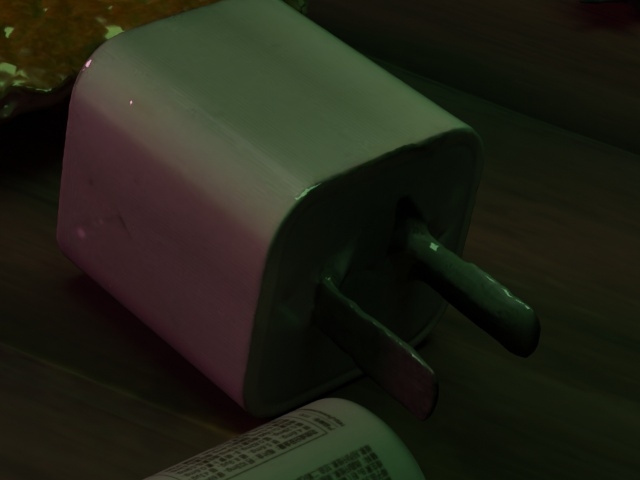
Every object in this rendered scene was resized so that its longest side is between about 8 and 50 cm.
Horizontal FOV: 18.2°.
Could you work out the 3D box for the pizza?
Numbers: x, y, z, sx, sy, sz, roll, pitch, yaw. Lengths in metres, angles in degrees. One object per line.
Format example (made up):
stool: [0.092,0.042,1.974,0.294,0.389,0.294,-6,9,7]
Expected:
pizza: [-0.150,-0.111,1.021,0.365,0.074,0.182,-16,40,-33]

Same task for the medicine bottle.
medicine bottle: [-0.032,0.115,0.720,0.140,0.079,0.079,-21,45,-38]

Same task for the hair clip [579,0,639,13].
hair clip: [0.222,-0.166,1.223,0.187,0.056,0.146,-5,35,-36]

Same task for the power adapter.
power adapter: [0.000,0.000,0.852,0.130,0.125,0.205,-21,46,-38]
